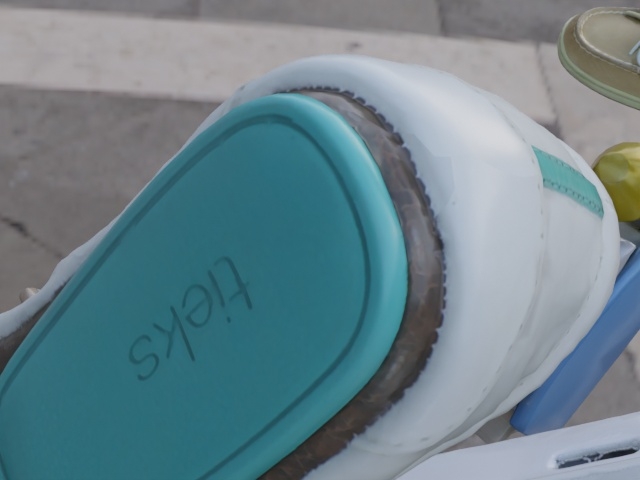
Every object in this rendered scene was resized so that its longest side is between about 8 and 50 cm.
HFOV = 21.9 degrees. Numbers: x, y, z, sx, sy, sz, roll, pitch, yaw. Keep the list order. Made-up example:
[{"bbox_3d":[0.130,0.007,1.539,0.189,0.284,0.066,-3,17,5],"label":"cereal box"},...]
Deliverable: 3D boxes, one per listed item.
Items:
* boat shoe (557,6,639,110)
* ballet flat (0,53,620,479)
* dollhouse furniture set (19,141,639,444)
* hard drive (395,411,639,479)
[{"bbox_3d":[0.189,-0.086,0.776,0.153,0.048,0.056,18,57,9],"label":"boat shoe"},{"bbox_3d":[-0.068,0.074,0.509,0.139,0.400,0.139,27,47,-32],"label":"ballet flat"},{"bbox_3d":[0.000,0.000,0.919,0.286,0.303,0.198,43,8,32],"label":"dollhouse furniture set"},{"bbox_3d":[0.163,0.205,0.653,0.203,0.307,0.040,-16,22,25],"label":"hard drive"}]
